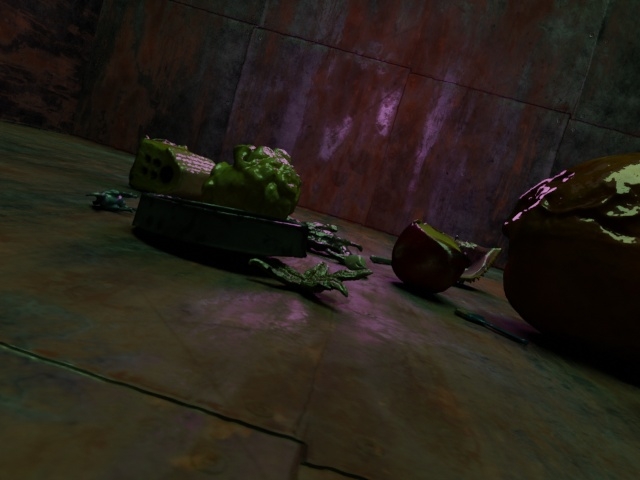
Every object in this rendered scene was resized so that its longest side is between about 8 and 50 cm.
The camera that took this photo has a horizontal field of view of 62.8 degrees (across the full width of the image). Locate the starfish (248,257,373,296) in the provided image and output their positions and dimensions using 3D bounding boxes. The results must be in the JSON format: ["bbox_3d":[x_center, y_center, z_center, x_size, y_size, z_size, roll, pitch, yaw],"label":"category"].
[{"bbox_3d":[-0.017,0.054,0.885,0.208,0.053,0.176,13,13,19],"label":"starfish"}]

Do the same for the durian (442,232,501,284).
[{"bbox_3d":[0.414,0.073,1.667,0.261,0.153,0.186,24,29,9],"label":"durian"}]

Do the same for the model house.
[{"bbox_3d":[-0.418,-0.204,1.582,0.235,0.174,0.193,17,4,32],"label":"model house"}]

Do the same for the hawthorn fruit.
[{"bbox_3d":[0.609,0.030,1.094,0.473,0.471,0.472,17,6,-2],"label":"hawthorn fruit"}]

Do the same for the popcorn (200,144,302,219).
[{"bbox_3d":[-0.156,-0.126,1.329,0.250,0.241,0.235,25,6,34],"label":"popcorn"}]

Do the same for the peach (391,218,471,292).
[{"bbox_3d":[0.253,0.048,1.276,0.159,0.153,0.267,26,15,-4],"label":"peach"}]

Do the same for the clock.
[{"bbox_3d":[-0.179,-0.027,0.986,0.326,0.067,0.325,12,3,-1],"label":"clock"}]

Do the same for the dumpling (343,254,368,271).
[{"bbox_3d":[0.090,0.060,1.244,0.077,0.043,0.059,2,-22,40],"label":"dumpling"}]

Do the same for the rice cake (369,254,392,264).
[{"bbox_3d":[0.191,0.061,1.622,0.022,0.021,0.121,16,2,38],"label":"rice cake"}]

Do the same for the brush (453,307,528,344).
[{"bbox_3d":[0.343,0.172,1.052,0.051,0.014,0.164,10,9,-39],"label":"brush"}]

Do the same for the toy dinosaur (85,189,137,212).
[{"bbox_3d":[-0.422,-0.081,1.073,0.081,0.045,0.197,4,0,-4],"label":"toy dinosaur"}]

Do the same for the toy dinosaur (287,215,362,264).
[{"bbox_3d":[0.004,-0.006,1.428,0.294,0.077,0.162,21,7,27],"label":"toy dinosaur"}]
